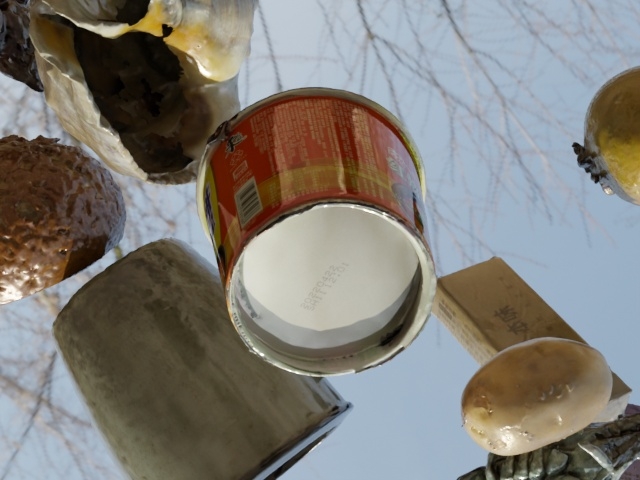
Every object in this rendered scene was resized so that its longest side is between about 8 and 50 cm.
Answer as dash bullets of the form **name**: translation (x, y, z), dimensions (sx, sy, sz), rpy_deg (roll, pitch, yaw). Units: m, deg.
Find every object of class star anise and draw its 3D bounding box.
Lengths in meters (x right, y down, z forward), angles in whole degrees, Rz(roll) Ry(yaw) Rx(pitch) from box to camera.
- **star anise**: translation (-0.440, -0.300, 1.270), dimensions (0.099, 0.220, 0.214), rpy_deg (-42, -136, 29)

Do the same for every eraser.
- **eraser**: translation (0.325, 0.168, 1.592), dimensions (0.144, 0.078, 0.343), rpy_deg (-19, -135, -24)

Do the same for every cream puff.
- **cream puff**: translation (-0.405, -0.033, 1.324), dimensions (0.303, 0.212, 0.303), rpy_deg (-19, -169, 4)

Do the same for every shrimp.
- **shrimp**: translation (0.259, 0.309, 1.270), dimensions (0.411, 0.221, 0.166), rpy_deg (-31, 172, 26)

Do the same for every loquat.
- **loquat**: translation (0.505, -0.153, 1.513), dimensions (0.244, 0.244, 0.243), rpy_deg (-29, -144, 24)

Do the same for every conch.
- **conch**: translation (-0.180, -0.173, 0.942), dimensions (0.186, 0.263, 0.324), rpy_deg (-10, -172, 32)

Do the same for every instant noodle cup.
- **instant noodle cup**: translation (0.000, 0.000, 0.829), dimensions (0.213, 0.213, 0.174), rpy_deg (-36, -153, 14)

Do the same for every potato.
- **potato**: translation (0.233, 0.165, 1.084), dimensions (0.178, 0.118, 0.109), rpy_deg (-18, -118, -20)

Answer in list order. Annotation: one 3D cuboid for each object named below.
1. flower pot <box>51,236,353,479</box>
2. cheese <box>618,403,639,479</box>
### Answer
- **flower pot**: translation (-0.165, 0.181, 1.289), dimensions (0.294, 0.330, 0.293), rpy_deg (-37, 170, -7)
- **cheese**: translation (0.477, 0.345, 1.558), dimensions (0.042, 0.105, 0.190), rpy_deg (121, -17, -66)
